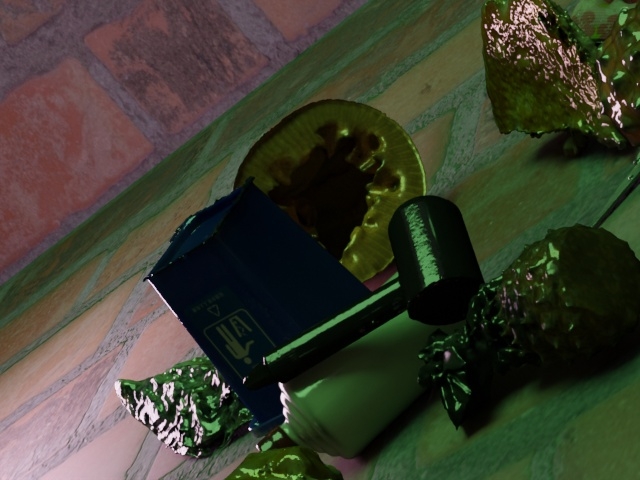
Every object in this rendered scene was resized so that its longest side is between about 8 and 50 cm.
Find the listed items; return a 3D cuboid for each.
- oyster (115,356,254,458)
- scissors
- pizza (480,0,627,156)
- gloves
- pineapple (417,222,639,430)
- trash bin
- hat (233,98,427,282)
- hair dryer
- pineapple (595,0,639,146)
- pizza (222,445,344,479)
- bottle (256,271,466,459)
[{"bbox_3d":[-0.122,0.175,2.141,0.199,0.087,0.252,-42,26,1],"label":"oyster"},{"bbox_3d":[0.305,-0.067,1.801,0.189,0.015,0.100,-47,12,-18],"label":"scissors"},{"bbox_3d":[0.253,-0.175,1.954,0.071,0.189,0.297,-17,16,-16],"label":"pizza"},{"bbox_3d":[0.364,-0.269,2.052,0.241,0.126,0.145,-44,1,-28],"label":"gloves"},{"bbox_3d":[0.164,0.076,1.572,0.119,0.111,0.237,-11,-19,-39],"label":"pineapple"},{"bbox_3d":[-0.044,0.063,1.888,0.162,0.234,0.184,-31,18,39],"label":"trash bin"},{"bbox_3d":[0.000,0.000,2.228,0.233,0.244,0.233,-17,-26,-18],"label":"hat"},{"bbox_3d":[0.033,0.062,1.692,0.248,0.070,0.114,-32,42,19],"label":"hair dryer"},{"bbox_3d":[0.398,-0.173,1.570,0.361,0.175,0.175,-18,27,52],"label":"pineapple"},{"bbox_3d":[-0.084,0.243,1.498,0.323,0.089,0.223,-24,-18,-30],"label":"pizza"},{"bbox_3d":[0.042,0.124,1.743,0.245,0.104,0.104,-43,14,-4],"label":"bottle"}]
